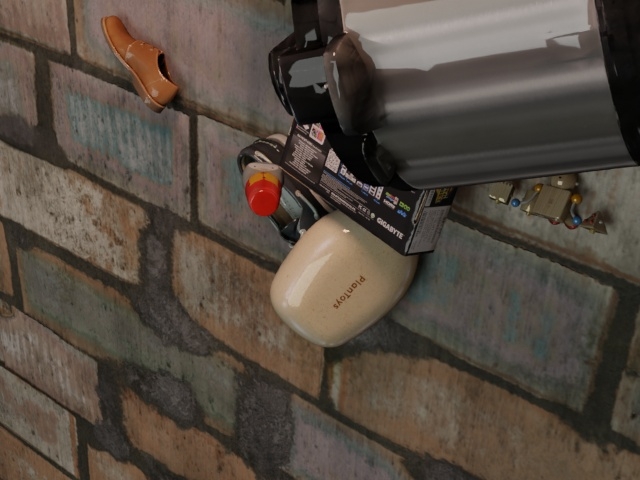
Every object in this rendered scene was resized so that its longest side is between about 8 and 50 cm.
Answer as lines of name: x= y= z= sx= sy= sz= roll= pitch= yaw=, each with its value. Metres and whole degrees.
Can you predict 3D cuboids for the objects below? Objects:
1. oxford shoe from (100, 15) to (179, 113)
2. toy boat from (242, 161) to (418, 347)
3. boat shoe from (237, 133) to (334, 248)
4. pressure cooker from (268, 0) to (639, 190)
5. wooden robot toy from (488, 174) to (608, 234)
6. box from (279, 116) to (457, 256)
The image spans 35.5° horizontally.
oxford shoe: x=-0.326 y=-0.337 z=1.829 sx=0.076 sy=0.076 sz=0.212 roll=-39 pitch=79 yaw=17
toy boat: x=0.000 y=0.000 z=1.575 sx=0.267 sy=0.148 sz=0.318 roll=-42 pitch=108 yaw=11
boat shoe: x=-0.037 y=-0.035 z=1.680 sx=0.302 sy=0.091 sz=0.114 roll=54 pitch=136 yaw=6
pressure cooker: x=0.155 y=-0.234 z=1.057 sx=0.420 sy=0.370 sz=0.376 roll=-5 pitch=72 yaw=28
wooden robot toy: x=0.321 y=-0.065 z=1.360 sx=0.173 sy=0.076 sz=0.079 roll=21 pitch=89 yaw=35
box: x=0.087 y=-0.174 z=1.420 sx=0.295 sy=0.073 sz=0.293 roll=37 pitch=119 yaw=38
